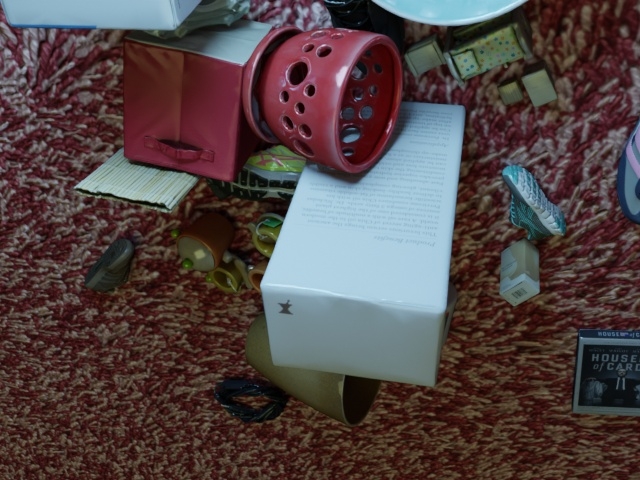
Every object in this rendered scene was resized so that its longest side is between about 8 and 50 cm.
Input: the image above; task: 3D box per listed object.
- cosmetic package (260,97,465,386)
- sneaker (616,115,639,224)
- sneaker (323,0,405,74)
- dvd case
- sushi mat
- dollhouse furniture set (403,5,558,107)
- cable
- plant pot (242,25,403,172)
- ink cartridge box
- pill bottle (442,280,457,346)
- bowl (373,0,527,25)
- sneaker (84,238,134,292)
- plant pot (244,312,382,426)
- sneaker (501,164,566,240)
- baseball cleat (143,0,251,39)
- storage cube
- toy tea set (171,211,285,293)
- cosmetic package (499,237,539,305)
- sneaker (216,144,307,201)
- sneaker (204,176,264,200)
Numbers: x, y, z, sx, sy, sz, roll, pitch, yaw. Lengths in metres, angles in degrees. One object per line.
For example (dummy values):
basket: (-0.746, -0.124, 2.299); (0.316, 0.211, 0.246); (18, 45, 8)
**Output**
cosmetic package: (0.083, -0.024, 1.074); (0.230, 0.453, 0.161); (7, 133, 10)
sneaker: (0.522, -0.127, 1.088); (0.112, 0.131, 0.319); (6, 131, 9)
sneaker: (0.042, -0.344, 1.027); (0.109, 0.130, 0.286); (-12, 127, 21)
dvd case: (0.611, 0.273, 1.481); (0.179, 0.029, 0.238); (0, 130, 14)
sushi mat: (-0.252, -0.130, 1.168); (0.151, 0.316, 0.019); (10, 119, 7)
dollhouse furniture set: (0.237, -0.237, 1.087); (0.182, 0.101, 0.161); (-19, 123, 28)
cable: (-0.165, 0.400, 1.781); (0.184, 0.047, 0.150); (-2, 130, 15)
plant pot: (0.001, -0.205, 1.024); (0.174, 0.191, 0.191); (20, 137, 30)
ink cartridge box: (-0.245, -0.391, 0.942); (0.223, 0.307, 0.129); (4, 129, 12)
pill bottle: (0.202, 0.161, 1.436); (0.108, 0.108, 0.180); (10, 131, 6)
bowl: (0.166, -0.440, 0.888); (0.311, 0.163, 0.311); (8, 131, 9)
sneaker: (-0.432, 0.057, 1.554); (0.071, 0.066, 0.188); (27, 139, -31)
plant pot: (-0.017, 0.232, 1.503); (0.254, 0.237, 0.237); (11, 134, 26)
sneaker: (0.349, -0.056, 1.244); (0.076, 0.065, 0.166); (-26, 118, 36)
baseball cleat: (-0.199, -0.345, 1.045); (0.109, 0.206, 0.072); (46, 130, 20)
storage cube: (-0.188, -0.235, 1.133); (0.184, 0.215, 0.193); (13, 126, 4)
toy tea set: (-0.131, 0.052, 1.371); (0.336, 0.124, 0.200); (1, 130, 36)
cosmetic package: (0.356, 0.055, 1.300); (0.041, 0.115, 0.060); (38, 128, -17)
sneaker: (-0.094, -0.127, 1.274); (0.208, 0.094, 0.081); (12, 147, -2)
sneaker: (-0.173, -0.131, 1.323); (0.089, 0.051, 0.170); (-17, 129, 27)
